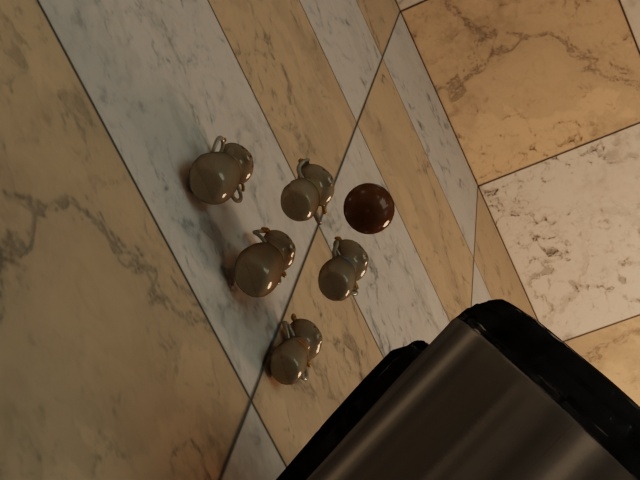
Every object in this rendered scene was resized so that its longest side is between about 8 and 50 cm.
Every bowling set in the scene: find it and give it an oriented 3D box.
[{"bbox_3d":[0.000,0.000,1.355,0.154,0.199,0.287,-51,122,-73],"label":"bowling set"}]

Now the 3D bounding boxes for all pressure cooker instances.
[{"bbox_3d":[0.122,0.303,1.003,0.370,0.420,0.375,44,0,-13],"label":"pressure cooker"}]
